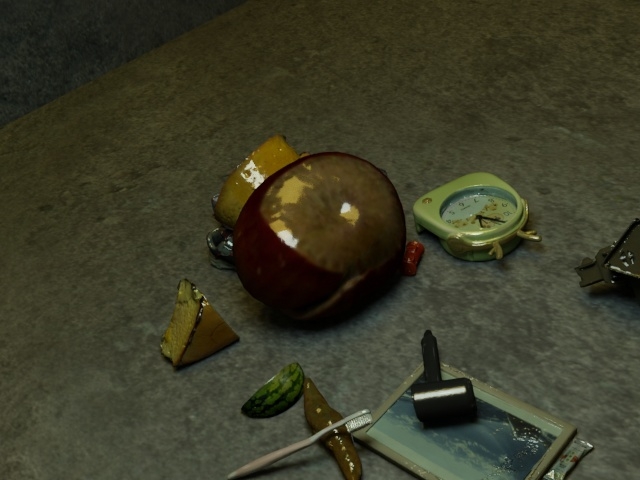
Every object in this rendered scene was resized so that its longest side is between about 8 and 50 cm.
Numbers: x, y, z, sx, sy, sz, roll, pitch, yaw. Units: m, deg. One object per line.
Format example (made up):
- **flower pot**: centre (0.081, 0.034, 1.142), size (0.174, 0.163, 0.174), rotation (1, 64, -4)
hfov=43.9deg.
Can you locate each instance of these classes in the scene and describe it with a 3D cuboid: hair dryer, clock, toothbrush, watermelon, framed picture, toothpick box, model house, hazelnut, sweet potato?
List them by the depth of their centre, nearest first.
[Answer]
- **framed picture**: centre (0.262, 0.357, 1.470), size (0.335, 0.022, 0.247), rotation (23, 50, 40)
- **toothbrush**: centre (-0.040, 0.387, 1.476), size (0.307, 0.025, 0.029), rotation (-27, 59, 11)
- **sweet potato**: centre (0.022, 0.365, 1.512), size (0.067, 0.067, 0.274), rotation (-22, 40, -10)
- **hair dryer**: centre (0.236, 0.254, 1.558), size (0.114, 0.070, 0.248), rotation (-10, 28, 9)
- **model house**: centre (0.649, 0.061, 1.609), size (0.243, 0.204, 0.211), rotation (-22, -14, 28)
- **watermelon**: centre (-0.082, 0.315, 1.634), size (0.163, 0.087, 0.069), rotation (-36, 78, -23)
- **hazelnut**: centre (0.000, 0.000, 1.804), size (0.409, 0.359, 0.359), rotation (-33, 39, -17)
- **toothpick box**: centre (0.216, 0.044, 1.887), size (0.047, 0.047, 0.083), rotation (2, 39, 23)
- **clock**: centre (0.383, -0.041, 1.901), size (0.235, 0.096, 0.308), rotation (-24, 37, -15)

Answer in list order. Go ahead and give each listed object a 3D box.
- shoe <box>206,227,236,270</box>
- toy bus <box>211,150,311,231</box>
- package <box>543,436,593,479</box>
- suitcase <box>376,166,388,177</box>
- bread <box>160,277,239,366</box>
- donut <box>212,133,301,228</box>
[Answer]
- **shoe**: centre (-0.206, 0.016, 2.013), size (0.228, 0.125, 0.099), rotation (13, 41, 36)
- **toy bus**: centre (-0.136, -0.125, 2.199), size (0.317, 0.112, 0.138), rotation (-30, 47, -18)
- **package**: centre (0.431, 0.384, 1.378), size (0.110, 0.015, 0.037), rotation (-37, 36, -31)
- **suitcase**: centre (0.124, -0.169, 2.158), size (0.126, 0.059, 0.086), rotation (16, 34, -16)
- **bread**: centre (-0.294, 0.182, 1.786), size (0.169, 0.160, 0.140), rotation (-28, 38, -18)
- **donut**: centre (-0.140, -0.126, 1.978), size (0.108, 0.277, 0.277), rotation (38, 55, 11)
